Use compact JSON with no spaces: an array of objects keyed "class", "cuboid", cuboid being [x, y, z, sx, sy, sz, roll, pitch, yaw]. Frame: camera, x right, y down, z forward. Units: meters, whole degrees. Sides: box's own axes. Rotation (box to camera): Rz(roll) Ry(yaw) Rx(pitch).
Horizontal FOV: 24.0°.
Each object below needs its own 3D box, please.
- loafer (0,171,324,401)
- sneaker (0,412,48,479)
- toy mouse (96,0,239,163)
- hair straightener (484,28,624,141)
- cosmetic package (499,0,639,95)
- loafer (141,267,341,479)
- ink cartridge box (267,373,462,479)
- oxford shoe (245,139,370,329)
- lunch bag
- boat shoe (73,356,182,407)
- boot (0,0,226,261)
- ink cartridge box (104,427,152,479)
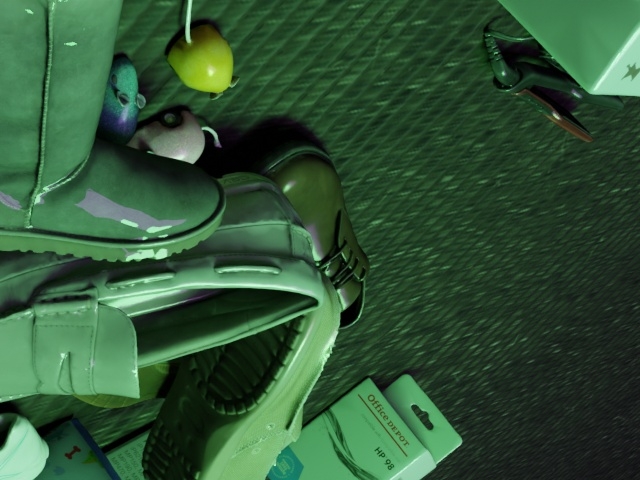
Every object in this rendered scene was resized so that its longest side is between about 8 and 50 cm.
[{"class":"loafer","cuboid":[-0.150,0.053,0.981,0.319,0.111,0.112,-22,148,-14]},{"class":"sneaker","cuboid":[-0.277,0.179,1.119,0.152,0.053,0.061,-37,145,-19]},{"class":"toy mouse","cuboid":[-0.109,-0.072,0.952,0.143,0.031,0.161,-37,154,-5]},{"class":"hair straightener","cuboid":[0.199,-0.145,1.238,0.089,0.047,0.230,-47,149,15]},{"class":"cosmetic package","cuboid":[0.197,-0.204,0.969,0.151,0.184,0.151,-4,138,-50]},{"class":"loafer","cuboid":[-0.053,0.108,1.147,0.092,0.102,0.268,-10,144,-42]},{"class":"ink cartridge box","cuboid":[0.042,0.214,1.522,0.180,0.104,0.060,-38,153,-4]},{"class":"oxford shoe","cuboid":[0.000,0.000,1.139,0.082,0.096,0.227,-35,152,-5]},{"class":"lunch bag","cuboid":[-0.205,0.235,1.169,0.128,0.151,0.096,-28,142,-23]},{"class":"boat shoe","cuboid":[-0.141,0.093,1.168,0.153,0.048,0.056,1,133,-45]},{"class":"boot","cuboid":[-0.128,-0.082,0.837,0.189,0.076,0.209,-4,134,-22]},{"class":"ink cartridge box","cuboid":[-0.208,0.308,1.316,0.306,0.131,0.226,-26,151,-23]}]
